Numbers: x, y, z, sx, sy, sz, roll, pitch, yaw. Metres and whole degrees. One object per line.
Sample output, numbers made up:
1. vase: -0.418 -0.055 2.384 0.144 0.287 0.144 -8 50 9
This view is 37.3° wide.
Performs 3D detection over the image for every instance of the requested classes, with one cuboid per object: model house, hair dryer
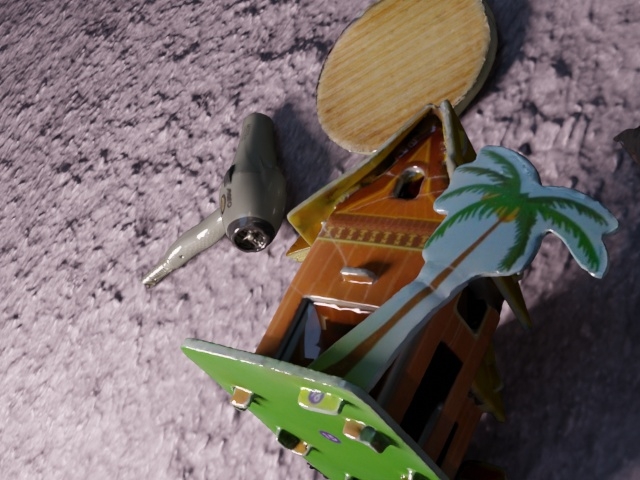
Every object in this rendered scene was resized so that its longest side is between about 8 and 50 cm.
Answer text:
1. model house: 0.134 0.067 0.831 0.340 0.300 0.323 6 59 42
2. hair dryer: -0.137 -0.062 1.285 0.267 0.092 0.229 -19 44 42

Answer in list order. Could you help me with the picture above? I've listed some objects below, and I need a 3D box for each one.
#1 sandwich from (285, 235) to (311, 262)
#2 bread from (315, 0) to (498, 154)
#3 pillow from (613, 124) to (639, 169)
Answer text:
1. sandwich: 0.000 0.000 1.148 0.083 0.031 0.044 -50 41 2
2. bread: 0.106 -0.217 1.191 0.267 0.040 0.267 -21 51 28
3. pillow: 0.360 -0.032 0.841 0.173 0.067 0.270 -17 54 25
